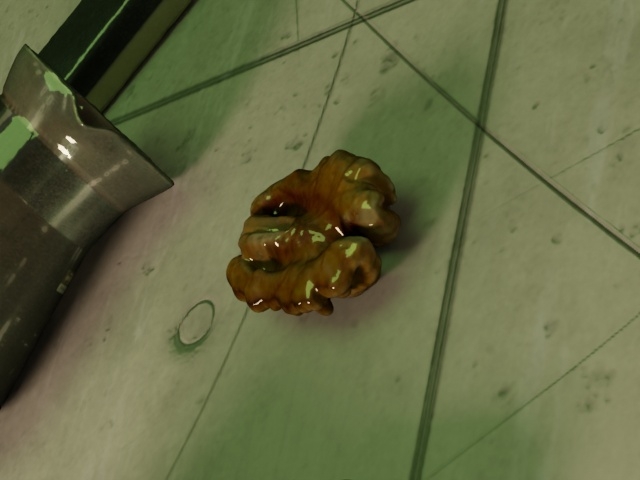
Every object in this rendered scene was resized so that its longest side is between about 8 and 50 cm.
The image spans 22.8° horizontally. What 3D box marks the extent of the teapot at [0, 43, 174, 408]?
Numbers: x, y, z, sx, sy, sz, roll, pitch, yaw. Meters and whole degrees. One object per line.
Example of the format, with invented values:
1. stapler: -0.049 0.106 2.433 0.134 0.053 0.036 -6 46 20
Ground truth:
1. teapot: -0.327 0.003 1.550 0.344 0.253 0.300 -46 3 -1

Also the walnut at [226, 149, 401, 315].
1. walnut: 0.000 0.000 1.287 0.170 0.069 0.143 -1 61 51

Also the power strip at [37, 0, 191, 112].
1. power strip: -0.230 -0.232 1.762 0.257 0.070 0.105 -51 37 6
